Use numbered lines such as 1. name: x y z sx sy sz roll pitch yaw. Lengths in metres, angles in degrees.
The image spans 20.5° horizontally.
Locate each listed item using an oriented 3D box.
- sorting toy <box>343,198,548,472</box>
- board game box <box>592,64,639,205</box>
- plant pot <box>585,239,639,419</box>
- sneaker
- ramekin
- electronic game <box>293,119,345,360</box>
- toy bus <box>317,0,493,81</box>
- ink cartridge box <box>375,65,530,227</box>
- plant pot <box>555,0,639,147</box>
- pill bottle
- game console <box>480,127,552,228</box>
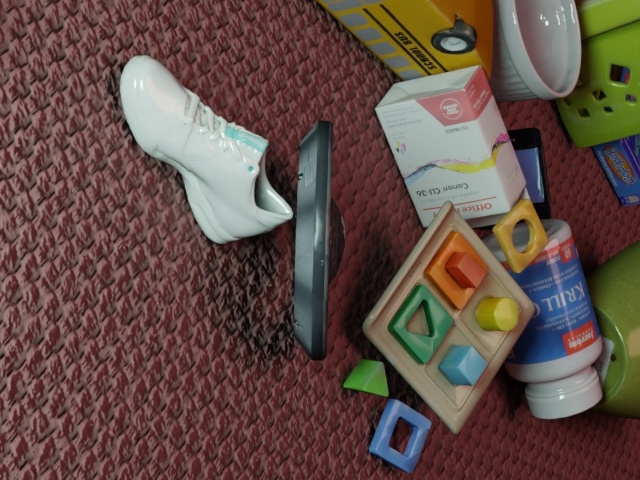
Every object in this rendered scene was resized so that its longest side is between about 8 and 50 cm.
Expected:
1. sorting toy: 0.150 0.083 1.890 0.196 0.047 0.347 51 61 -30
2. board game box: 0.451 -0.181 2.604 0.160 0.047 0.210 55 37 -36
3. plant pot: 0.424 0.122 2.289 0.294 0.275 0.274 -9 89 -46
4. sneaker: -0.096 -0.089 1.590 0.212 0.094 0.080 56 39 -35
5. ramekin: 0.233 -0.268 2.195 0.207 0.109 0.207 27 58 -55
6. electronic game: 0.000 0.000 1.685 0.229 0.048 0.229 1 90 -89
7. toy bus: 0.083 -0.280 1.917 0.333 0.130 0.108 36 52 -51
8. ink cartridge box: 0.155 -0.088 1.998 0.198 0.115 0.067 66 33 -23
9. plant pot: 0.419 -0.292 2.416 0.207 0.228 0.227 51 40 -29
10. pill bottle: 0.269 0.096 2.129 0.124 0.124 0.221 -39 114 -57
11. game console: 0.227 -0.078 2.169 0.071 0.107 0.122 65 18 -85
